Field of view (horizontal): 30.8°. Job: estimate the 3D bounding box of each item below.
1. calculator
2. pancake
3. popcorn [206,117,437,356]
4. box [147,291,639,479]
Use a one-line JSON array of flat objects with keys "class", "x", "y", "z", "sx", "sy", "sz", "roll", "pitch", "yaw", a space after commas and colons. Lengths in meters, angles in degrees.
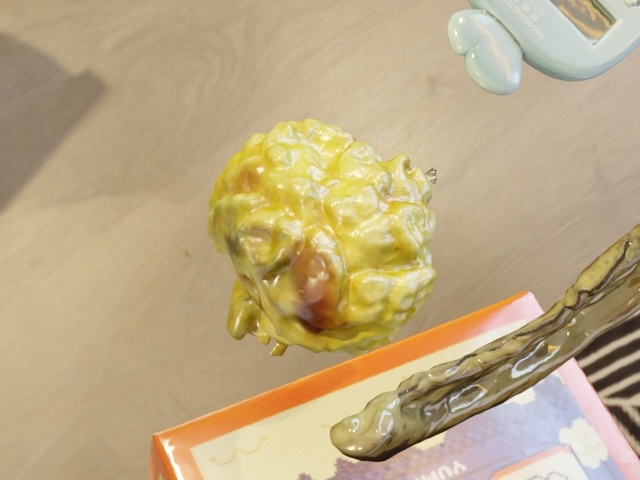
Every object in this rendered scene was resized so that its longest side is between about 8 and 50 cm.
[{"class": "calculator", "x": 0.226, "y": -0.250, "z": 1.035, "sx": 0.188, "sy": 0.042, "sz": 0.303, "roll": 46, "pitch": 78, "yaw": -4}, {"class": "pancake", "x": 0.091, "y": 0.003, "z": 0.346, "sx": 0.184, "sy": 0.190, "sz": 0.020, "roll": -23, "pitch": 67, "yaw": -31}, {"class": "popcorn", "x": 0.001, "y": 0.002, "z": 1.005, "sx": 0.169, "sy": 0.189, "sz": 0.218, "roll": -29, "pitch": 52, "yaw": -33}, {"class": "box", "x": 0.052, "y": 0.269, "z": 0.901, "sx": 0.319, "sy": 0.348, "sz": 0.257, "roll": -19, "pitch": 63, "yaw": -23}]
